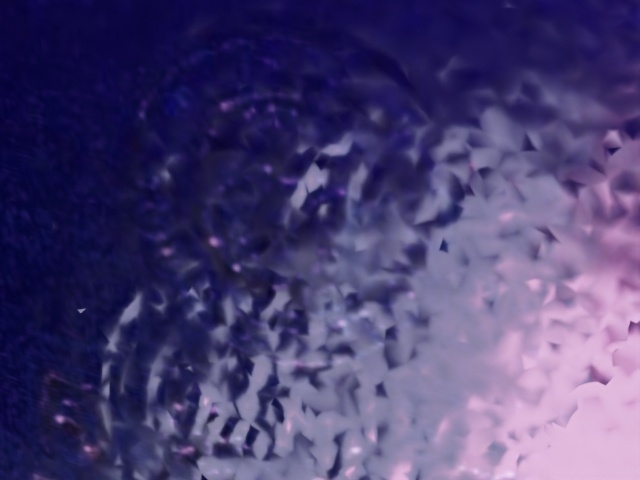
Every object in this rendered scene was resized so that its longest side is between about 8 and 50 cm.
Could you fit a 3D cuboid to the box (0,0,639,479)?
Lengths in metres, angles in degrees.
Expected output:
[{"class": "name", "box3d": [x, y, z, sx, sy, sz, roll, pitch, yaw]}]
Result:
[{"class": "box", "box3d": [0.000, 0.000, 0.587, 0.261, 0.116, 0.279, 11, 115, 17]}]
